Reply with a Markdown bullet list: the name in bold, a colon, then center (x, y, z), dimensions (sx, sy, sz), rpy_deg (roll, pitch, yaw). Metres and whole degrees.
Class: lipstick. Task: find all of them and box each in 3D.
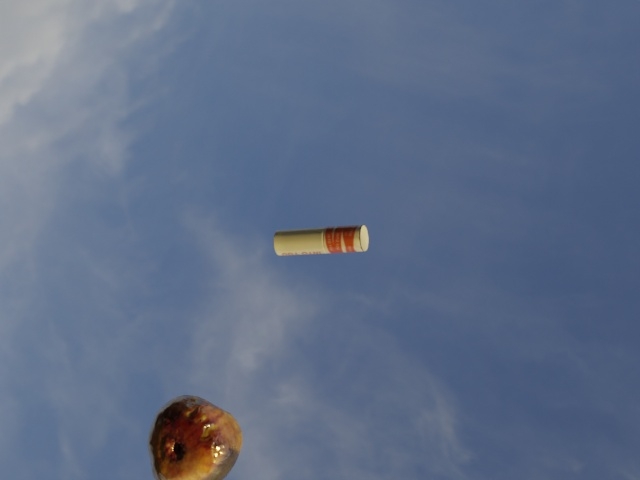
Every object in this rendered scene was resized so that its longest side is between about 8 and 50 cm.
- **lipstick**: center (0.000, 0.000, 1.000), dimensions (0.131, 0.038, 0.038), rpy_deg (-4, -115, 21)

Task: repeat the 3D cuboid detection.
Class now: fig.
- **fig**: center (-0.205, 0.352, 1.225), dimensions (0.159, 0.257, 0.159), rpy_deg (-1, -104, 4)
